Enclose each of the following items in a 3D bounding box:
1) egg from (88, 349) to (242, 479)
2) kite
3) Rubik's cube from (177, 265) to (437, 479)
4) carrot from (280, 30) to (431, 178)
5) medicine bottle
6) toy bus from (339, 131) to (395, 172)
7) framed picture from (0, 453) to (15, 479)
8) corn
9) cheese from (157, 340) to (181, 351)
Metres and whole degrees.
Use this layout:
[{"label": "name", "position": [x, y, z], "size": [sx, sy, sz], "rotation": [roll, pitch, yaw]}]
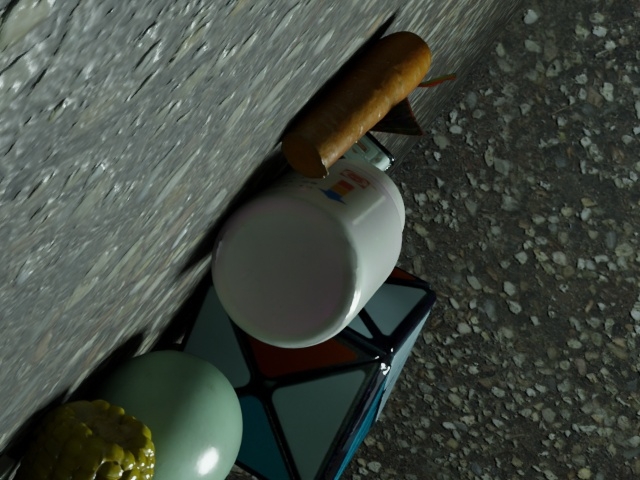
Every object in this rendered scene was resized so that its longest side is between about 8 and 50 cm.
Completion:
[{"label": "egg", "position": [-0.168, 0.201, 1.438], "size": [0.168, 0.168, 0.231], "rotation": [-52, 180, 10]}, {"label": "kite", "position": [0.071, -0.157, 1.458], "size": [0.159, 0.010, 0.190], "rotation": [-19, -141, 3]}, {"label": "Rubik's cube", "position": [-0.026, 0.140, 1.704], "size": [0.246, 0.250, 0.248], "rotation": [-66, 169, 25]}, {"label": "carrot", "position": [0.045, -0.149, 1.389], "size": [0.225, 0.067, 0.067], "rotation": [-48, 175, -36]}, {"label": "medicine bottle", "position": [0.000, 0.000, 1.498], "size": [0.170, 0.170, 0.293], "rotation": [-52, 176, 22]}, {"label": "toy bus", "position": [0.030, -0.087, 1.745], "size": [0.089, 0.087, 0.194], "rotation": [-43, 175, -16]}, {"label": "framed picture", "position": [-0.373, 0.330, 1.174], "size": [0.281, 0.019, 0.209], "rotation": [-51, 175, -46]}, {"label": "corn", "position": [-0.267, 0.310, 1.304], "size": [0.344, 0.131, 0.131], "rotation": [-63, 173, 19]}, {"label": "cheese", "position": [-0.223, 0.193, 1.758], "size": [0.086, 0.036, 0.162], "rotation": [-47, 175, -36]}]
